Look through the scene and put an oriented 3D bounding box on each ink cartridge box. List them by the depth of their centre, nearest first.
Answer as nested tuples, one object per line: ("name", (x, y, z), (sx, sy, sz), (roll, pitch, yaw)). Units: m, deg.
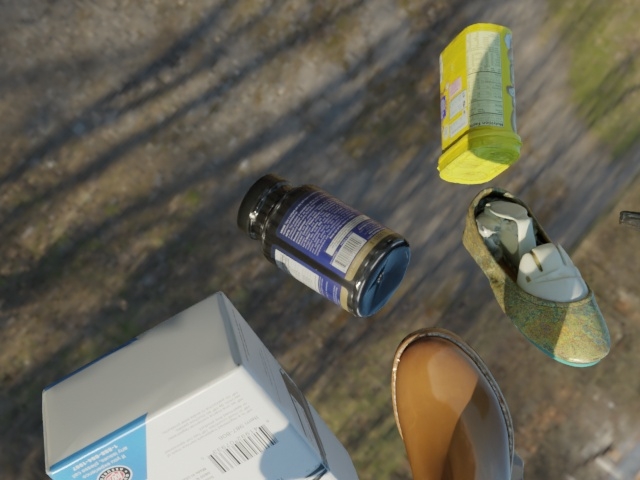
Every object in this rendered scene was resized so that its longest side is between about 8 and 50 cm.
("ink cartridge box", (-0.146, 0.301, 1.691), (0.286, 0.166, 0.395), (-29, 128, 6))

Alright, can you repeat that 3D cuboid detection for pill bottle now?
("pill bottle", (0.000, 0.000, 1.663), (0.123, 0.219, 0.122), (-43, 152, -30))

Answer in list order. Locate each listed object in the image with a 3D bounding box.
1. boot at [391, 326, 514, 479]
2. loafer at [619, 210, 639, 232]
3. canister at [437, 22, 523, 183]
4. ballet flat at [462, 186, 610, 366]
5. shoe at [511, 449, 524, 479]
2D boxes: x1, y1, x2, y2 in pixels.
("boot", (0.115, 0.228, 1.081), (0.220, 0.109, 0.283), (-35, 118, -78))
("loafer", (0.477, 0.006, 1.672), (0.062, 0.170, 0.061), (-20, 130, -77))
("canister", (0.197, -0.172, 1.566), (0.126, 0.073, 0.169), (139, -45, -64))
("ballet flat", (0.284, 0.034, 1.687), (0.123, 0.348, 0.123), (-8, 122, -14))
("shoe", (0.196, 0.295, 1.399), (0.178, 0.064, 0.081), (-107, -150, -67))
